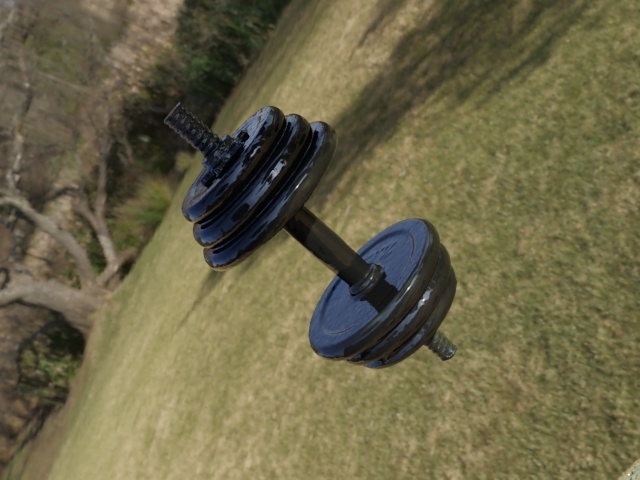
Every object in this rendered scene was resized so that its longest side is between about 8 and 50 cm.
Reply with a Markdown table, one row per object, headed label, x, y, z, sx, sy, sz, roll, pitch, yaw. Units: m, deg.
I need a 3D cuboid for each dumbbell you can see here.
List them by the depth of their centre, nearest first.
| label | x | y | z | sx | sy | sz | roll | pitch | yaw |
| --- | --- | --- | --- | --- | --- | --- | --- | --- | --- |
| dumbbell | 0.000 | 0.000 | 0.446 | 0.099 | 0.208 | 0.099 | -43 | 18 | 18 |

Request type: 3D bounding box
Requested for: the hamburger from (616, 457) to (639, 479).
| label | x | y | z | sx | sy | sz | roll | pitch | yaw |
| --- | --- | --- | --- | --- | --- | --- | --- | --- | --- |
| hamburger | 0.359 | 0.317 | 0.857 | 0.135 | 0.155 | 0.208 | -1 | 56 | 57 |
